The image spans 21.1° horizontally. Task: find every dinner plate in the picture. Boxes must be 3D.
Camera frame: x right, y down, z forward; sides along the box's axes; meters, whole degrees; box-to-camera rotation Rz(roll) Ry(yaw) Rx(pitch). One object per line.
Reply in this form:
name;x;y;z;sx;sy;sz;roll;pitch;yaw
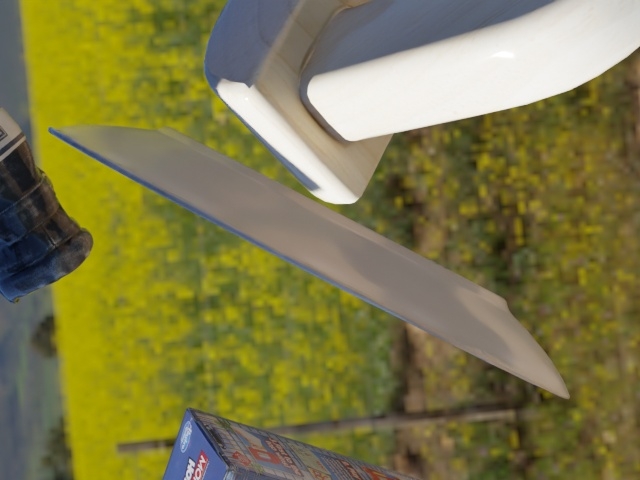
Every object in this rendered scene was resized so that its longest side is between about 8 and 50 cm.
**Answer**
dinner plate;0.000;0.000;0.418;0.017;0.141;0.141;-64;11;1

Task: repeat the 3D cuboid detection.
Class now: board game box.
board game box;-0.006;0.191;0.937;0.060;0.194;0.194;47;124;51

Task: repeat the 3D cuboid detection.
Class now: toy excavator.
toy excavator;0.186;-0.168;0.631;0.222;0.445;0.433;47;173;-30

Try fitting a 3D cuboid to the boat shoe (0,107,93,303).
boat shoe;-0.168;-0.011;0.855;0.083;0.065;0.183;56;163;-10
